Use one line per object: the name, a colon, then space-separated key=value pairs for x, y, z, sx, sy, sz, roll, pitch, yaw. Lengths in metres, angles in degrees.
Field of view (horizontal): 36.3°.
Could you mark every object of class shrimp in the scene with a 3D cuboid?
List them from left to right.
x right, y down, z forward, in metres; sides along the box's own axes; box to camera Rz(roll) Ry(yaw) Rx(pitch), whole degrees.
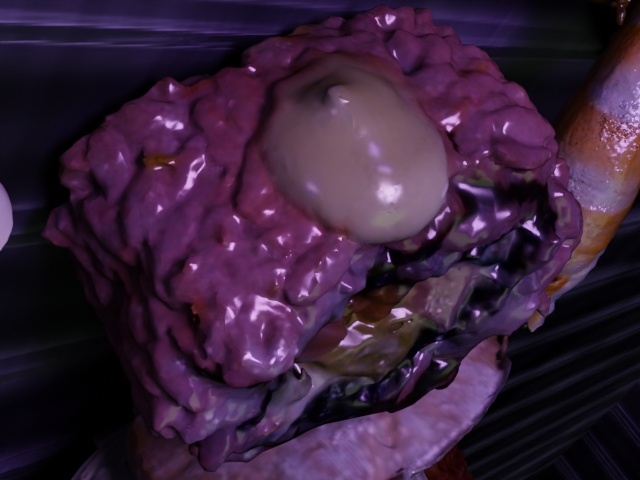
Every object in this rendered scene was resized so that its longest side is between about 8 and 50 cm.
shrimp: x=0.062 y=0.055 z=0.698 sx=0.445 sy=0.221 sz=0.110 roll=-34 pitch=126 yaw=-30
shrimp: x=0.189 y=-0.093 z=0.654 sx=0.287 sy=0.068 sz=0.185 roll=-64 pitch=180 yaw=-35

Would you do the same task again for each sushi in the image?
sushi: x=0.000 y=0.000 z=0.527 sx=0.270 sy=0.171 sz=0.236 roll=-21 pitch=151 yaw=-25

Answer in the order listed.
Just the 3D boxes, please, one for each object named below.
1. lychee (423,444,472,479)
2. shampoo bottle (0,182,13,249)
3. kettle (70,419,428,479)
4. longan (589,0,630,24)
lychee: x=0.033 y=0.293 z=0.987 sx=0.276 sy=0.275 sz=0.304 roll=87 pitch=20 yaw=-62
shampoo bottle: x=-0.189 y=-0.019 z=0.380 sx=0.077 sy=0.045 sz=0.152 roll=-39 pitch=155 yaw=3
kettle: x=-0.083 y=0.316 z=0.759 sx=0.250 sy=0.361 sz=0.377 roll=-31 pitch=132 yaw=-39
longan: x=0.180 y=-0.171 z=0.586 sx=0.075 sy=0.083 sz=0.075 roll=-2 pitch=173 yaw=0
